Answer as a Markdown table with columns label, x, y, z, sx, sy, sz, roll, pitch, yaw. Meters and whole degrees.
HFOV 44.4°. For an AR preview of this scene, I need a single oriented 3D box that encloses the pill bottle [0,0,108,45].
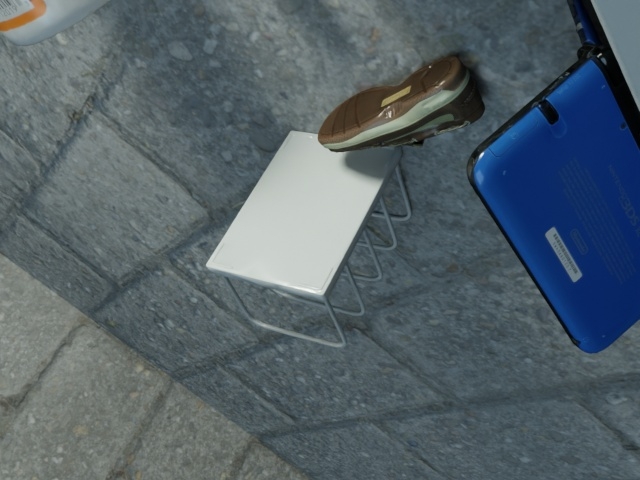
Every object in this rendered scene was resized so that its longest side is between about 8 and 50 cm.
| label | x | y | z | sx | sy | sz | roll | pitch | yaw |
| --- | --- | --- | --- | --- | --- | --- | --- | --- | --- |
| pill bottle | -0.410 | -0.455 | 0.940 | 0.224 | 0.224 | 0.392 | 1 | 138 | 39 |

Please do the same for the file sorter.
| label | x | y | z | sx | sy | sz | roll | pitch | yaw |
| --- | --- | --- | --- | --- | --- | --- | --- | --- | --- |
| file sorter | 0.000 | 0.000 | 1.196 | 0.192 | 0.278 | 0.173 | 12 | 146 | 28 |

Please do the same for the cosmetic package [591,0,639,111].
| label | x | y | z | sx | sy | sz | roll | pitch | yaw |
| --- | --- | --- | --- | --- | --- | --- | --- | --- | --- |
| cosmetic package | 0.320 | -0.193 | 0.633 | 0.161 | 0.230 | 0.453 | -21 | 132 | 27 |

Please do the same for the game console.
| label | x | y | z | sx | sy | sz | roll | pitch | yaw |
| --- | --- | --- | --- | --- | --- | --- | --- | --- | --- |
| game console | 0.276 | -0.075 | 0.837 | 0.293 | 0.250 | 0.173 | 51 | 178 | -29 |

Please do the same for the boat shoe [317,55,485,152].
| label | x | y | z | sx | sy | sz | roll | pitch | yaw |
| --- | --- | --- | --- | --- | --- | --- | --- | --- | --- |
| boat shoe | 0.106 | -0.156 | 1.064 | 0.095 | 0.095 | 0.257 | 41 | 147 | -28 |
